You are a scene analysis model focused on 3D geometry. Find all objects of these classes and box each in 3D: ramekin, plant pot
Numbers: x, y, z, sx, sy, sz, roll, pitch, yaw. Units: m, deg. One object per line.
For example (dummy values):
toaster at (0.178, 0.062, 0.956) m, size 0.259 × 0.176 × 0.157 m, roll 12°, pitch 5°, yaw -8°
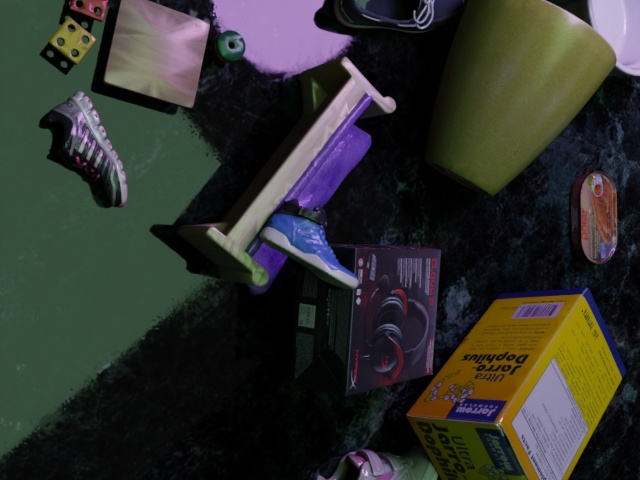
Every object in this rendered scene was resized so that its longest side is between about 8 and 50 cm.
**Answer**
ramekin at (0.571, -0.455, 1.472) m, size 0.277 × 0.135 × 0.277 m, roll -2°, pitch 93°, yaw -30°
plant pot at (0.310, -0.235, 1.289) m, size 0.274 × 0.275 × 0.294 m, roll 27°, pitch 94°, yaw -26°

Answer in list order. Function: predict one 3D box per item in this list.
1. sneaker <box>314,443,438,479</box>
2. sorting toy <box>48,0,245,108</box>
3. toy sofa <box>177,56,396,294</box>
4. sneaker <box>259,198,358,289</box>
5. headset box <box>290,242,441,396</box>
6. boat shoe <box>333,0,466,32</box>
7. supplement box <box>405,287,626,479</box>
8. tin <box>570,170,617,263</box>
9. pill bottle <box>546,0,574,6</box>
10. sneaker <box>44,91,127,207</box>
sneaker at (0.095, 0.402, 1.260) m, size 0.252 × 0.103 × 0.111 m, roll -23°, pitch 100°, yaw -30°
sorting toy at (-0.250, -0.274, 1.085) m, size 0.274 × 0.046 × 0.132 m, roll 13°, pitch 85°, yaw -29°
toy sofa at (-0.034, -0.090, 1.149) m, size 0.177 × 0.150 × 0.362 m, roll 43°, pitch 72°, yaw -22°
sneaker at (0.000, 0.000, 1.035) m, size 0.152 × 0.058 × 0.085 m, roll 31°, pitch 76°, yaw 2°
headset box at (0.088, 0.115, 1.195) m, size 0.293 × 0.110 × 0.218 m, roll 3°, pitch 91°, yaw -54°
boat shoe at (0.150, -0.407, 1.271) m, size 0.254 × 0.079 × 0.095 m, roll -4°, pitch 99°, yaw -24°
supplement box at (0.348, 0.264, 1.297) m, size 0.356 × 0.195 × 0.194 m, roll -42°, pitch 110°, yaw -37°
tin at (0.563, -0.047, 1.538) m, size 0.106 × 0.040 × 0.190 m, roll -2°, pitch 92°, yaw -32°
pill bottle at (0.432, -0.514, 1.254) m, size 0.210 × 0.363 × 0.210 m, roll 1°, pitch 88°, yaw -38°
sneaker at (-0.329, -0.118, 1.039) m, size 0.074 × 0.063 × 0.170 m, roll -28°, pitch 99°, yaw -25°
